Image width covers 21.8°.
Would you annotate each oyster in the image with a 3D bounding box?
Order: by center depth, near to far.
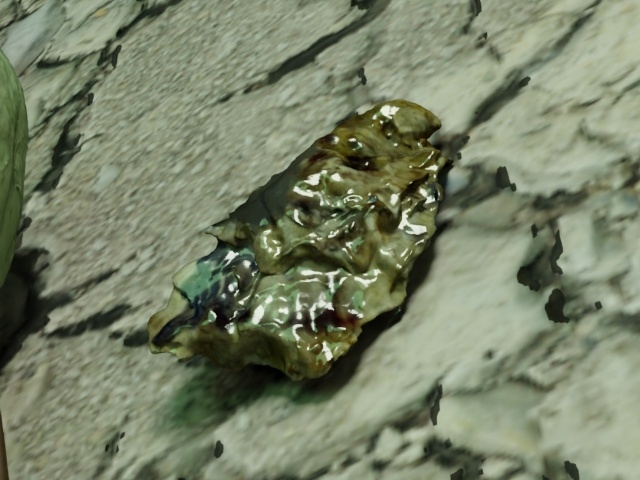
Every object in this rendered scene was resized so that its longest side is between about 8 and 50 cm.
[{"bbox_3d":[-0.001,-0.007,0.661,0.103,0.051,0.148,0,35,36],"label":"oyster"}]

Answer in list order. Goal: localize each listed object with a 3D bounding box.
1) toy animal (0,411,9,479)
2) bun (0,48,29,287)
[{"bbox_3d":[-0.176,0.129,0.559,0.166,0.154,0.250,111,171,-49],"label":"toy animal"},{"bbox_3d":[-0.243,0.014,0.729,0.283,0.283,0.179,-38,71,-2],"label":"bun"}]
